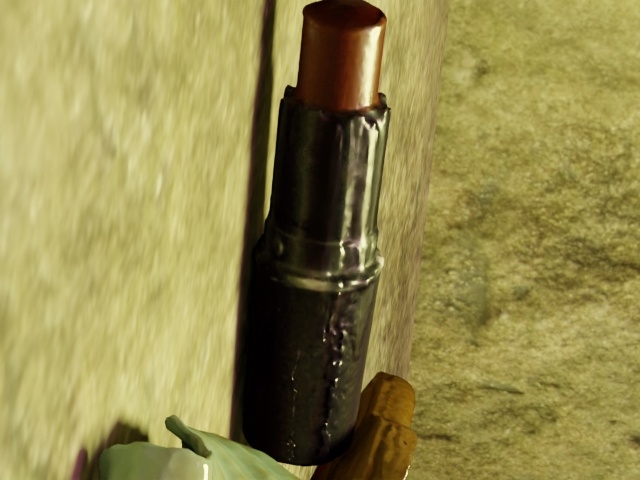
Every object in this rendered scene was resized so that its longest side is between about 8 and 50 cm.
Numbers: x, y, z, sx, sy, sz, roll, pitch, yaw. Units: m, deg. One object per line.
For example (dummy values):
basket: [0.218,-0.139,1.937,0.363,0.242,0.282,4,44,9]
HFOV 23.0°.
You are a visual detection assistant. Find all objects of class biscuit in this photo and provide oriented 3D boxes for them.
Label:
biscuit: [-0.005,0.224,1.096,0.257,0.049,0.273,-77,-172,-80]

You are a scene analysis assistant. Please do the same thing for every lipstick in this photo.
lipstick: [0.000,0.000,0.953,0.081,0.081,0.299,-68,167,-62]

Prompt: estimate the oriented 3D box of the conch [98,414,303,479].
conch: [-0.010,0.245,0.696,0.303,0.215,0.319,-109,-152,-83]
